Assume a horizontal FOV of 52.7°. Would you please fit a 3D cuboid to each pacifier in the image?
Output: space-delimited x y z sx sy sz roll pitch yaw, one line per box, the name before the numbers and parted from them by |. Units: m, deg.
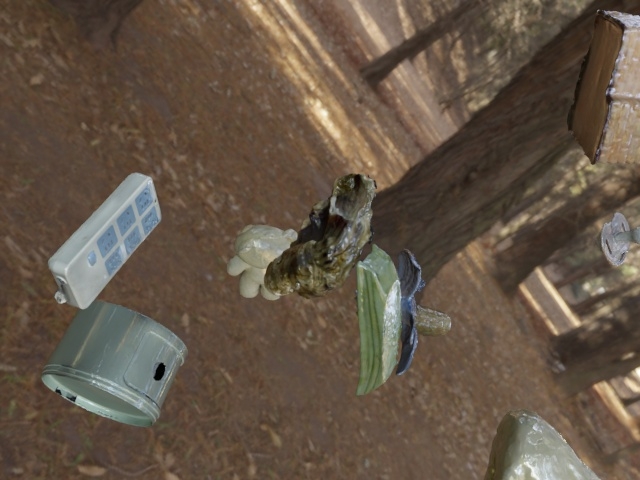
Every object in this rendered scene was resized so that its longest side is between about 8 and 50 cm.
pacifier | 0.494 -0.001 1.044 0.099 0.078 0.081 -34 104 -38

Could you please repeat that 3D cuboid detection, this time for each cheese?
cheese | 0.299 0.397 0.948 0.251 0.248 0.173 56 -10 1

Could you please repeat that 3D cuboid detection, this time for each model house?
model house | 0.443 -0.201 0.850 0.166 0.172 0.182 -75 168 -60

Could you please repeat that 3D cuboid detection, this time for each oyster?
oyster | -0.006 -0.003 1.189 0.094 0.294 0.166 13 19 -44

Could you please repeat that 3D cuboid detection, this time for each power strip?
power strip | -0.262 -0.003 0.802 0.081 0.035 0.192 93 21 -48

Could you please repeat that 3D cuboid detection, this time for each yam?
yam | 0.188 0.164 1.401 0.317 0.071 0.067 18 9 -47

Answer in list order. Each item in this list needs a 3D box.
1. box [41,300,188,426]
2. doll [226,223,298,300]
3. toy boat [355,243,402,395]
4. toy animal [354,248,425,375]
box | -0.384 0.236 1.216 0.226 0.226 0.149 45 52 -34
doll | -0.165 0.058 1.770 0.149 0.175 0.278 53 -32 33
toy boat | 0.091 0.143 1.027 0.093 0.055 0.292 -44 143 -43
toy animal | 0.151 0.110 1.193 0.255 0.177 0.239 -132 -146 -58
